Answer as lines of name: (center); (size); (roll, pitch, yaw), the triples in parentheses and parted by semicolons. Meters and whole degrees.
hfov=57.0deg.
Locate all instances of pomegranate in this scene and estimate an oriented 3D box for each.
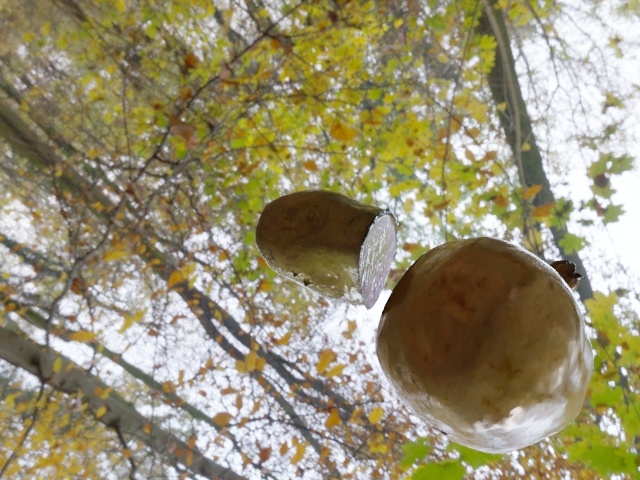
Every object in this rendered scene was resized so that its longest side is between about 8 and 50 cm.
pomegranate: (0.260, 0.147, 0.902); (0.342, 0.342, 0.342); (-18, -135, 19)

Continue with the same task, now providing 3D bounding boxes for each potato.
potato: (0.000, 0.000, 1.183); (0.266, 0.229, 0.229); (17, -118, 20)
